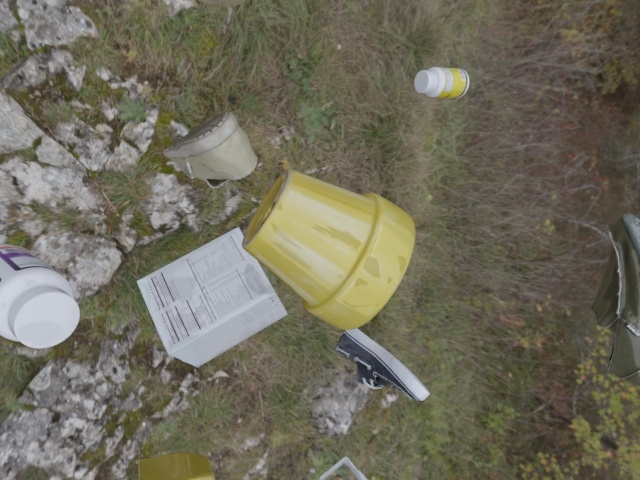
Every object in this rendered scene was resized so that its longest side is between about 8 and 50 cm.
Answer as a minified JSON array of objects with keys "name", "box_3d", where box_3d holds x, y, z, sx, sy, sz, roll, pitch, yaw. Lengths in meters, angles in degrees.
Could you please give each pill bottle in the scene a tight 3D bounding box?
[{"name":"pill bottle","box_3d":[0.270,-0.354,1.028,0.117,0.065,0.065,-7,96,-29]},{"name":"pill bottle","box_3d":[-0.429,0.081,0.663,0.108,0.194,0.108,-23,121,-43]}]

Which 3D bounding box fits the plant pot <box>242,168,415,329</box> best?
[{"name":"plant pot","box_3d":[0.000,0.000,0.835,0.239,0.254,0.253,30,80,-16]}]

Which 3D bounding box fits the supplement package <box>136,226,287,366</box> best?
[{"name":"supplement package","box_3d":[-0.251,0.141,1.108,0.263,0.199,0.198,-29,67,-8]}]

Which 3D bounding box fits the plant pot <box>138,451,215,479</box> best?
[{"name":"plant pot","box_3d":[-0.169,0.307,0.554,0.084,0.081,0.081,-11,97,-22]}]

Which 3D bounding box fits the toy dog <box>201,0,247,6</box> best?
[{"name":"toy dog","box_3d":[-0.058,-0.287,0.217,0.161,0.220,0.333,-2,77,-39]}]

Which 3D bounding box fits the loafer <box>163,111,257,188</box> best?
[{"name":"loafer","box_3d":[-0.172,-0.132,0.715,0.102,0.268,0.092,-40,112,-12]}]

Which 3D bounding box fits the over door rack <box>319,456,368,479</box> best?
[{"name":"over door rack","box_3d":[0.141,0.482,0.710,0.108,0.324,0.239,-38,148,-39]}]

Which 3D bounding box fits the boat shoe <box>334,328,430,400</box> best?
[{"name":"boat shoe","box_3d":[0.136,0.316,1.126,0.102,0.301,0.108,-50,129,-7]}]

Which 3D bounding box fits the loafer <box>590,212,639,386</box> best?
[{"name":"loafer","box_3d":[0.417,0.089,0.628,0.094,0.088,0.250,-17,98,-50]}]
